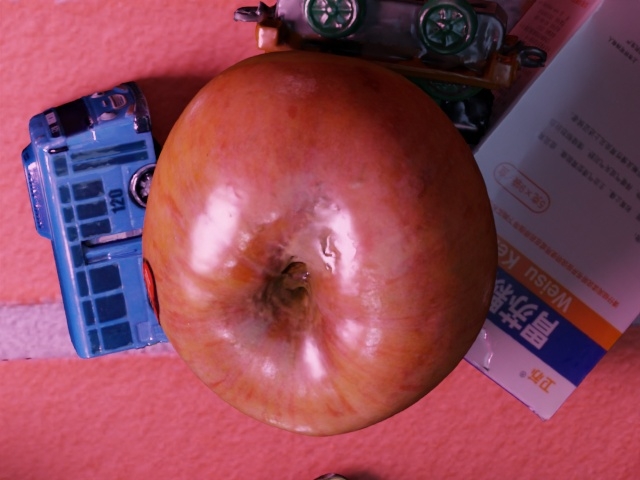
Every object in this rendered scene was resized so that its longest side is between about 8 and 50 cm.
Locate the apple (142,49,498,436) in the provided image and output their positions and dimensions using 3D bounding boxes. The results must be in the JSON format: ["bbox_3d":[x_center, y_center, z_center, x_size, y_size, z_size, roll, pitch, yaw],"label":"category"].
[{"bbox_3d":[0.000,0.000,1.215,0.261,0.194,0.260,6,119,10],"label":"apple"}]

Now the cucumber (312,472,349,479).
[{"bbox_3d":[0.023,0.236,1.482,0.067,0.035,0.107,-22,108,5],"label":"cucumber"}]

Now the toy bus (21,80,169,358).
[{"bbox_3d":[-0.155,-0.015,1.314,0.106,0.090,0.184,-12,112,-8],"label":"toy bus"}]

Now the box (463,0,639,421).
[{"bbox_3d":[0.186,-0.041,1.386,0.200,0.106,0.299,37,95,-21],"label":"box"}]

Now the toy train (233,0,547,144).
[{"bbox_3d":[0.046,-0.127,1.298,0.228,0.091,0.136,11,111,4],"label":"toy train"}]
